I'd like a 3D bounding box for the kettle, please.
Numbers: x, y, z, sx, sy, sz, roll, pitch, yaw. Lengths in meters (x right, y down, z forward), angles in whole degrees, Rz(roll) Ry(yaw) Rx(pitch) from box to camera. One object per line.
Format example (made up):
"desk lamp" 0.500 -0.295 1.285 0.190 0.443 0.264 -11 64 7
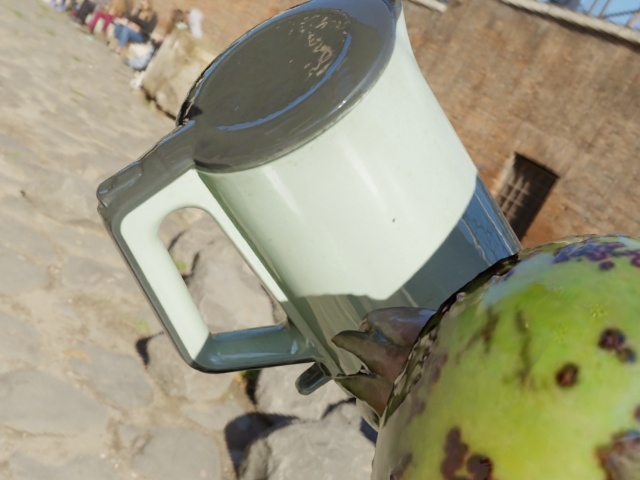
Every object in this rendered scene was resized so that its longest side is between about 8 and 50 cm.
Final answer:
"kettle" 0.000 0.000 0.830 0.377 0.361 0.250 55 2 -38

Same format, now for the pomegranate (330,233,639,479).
"pomegranate" 0.131 0.124 0.462 0.285 0.285 0.340 23 -1 -33
